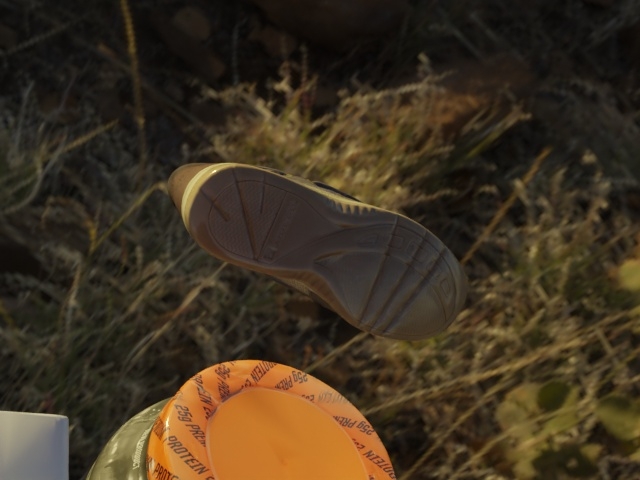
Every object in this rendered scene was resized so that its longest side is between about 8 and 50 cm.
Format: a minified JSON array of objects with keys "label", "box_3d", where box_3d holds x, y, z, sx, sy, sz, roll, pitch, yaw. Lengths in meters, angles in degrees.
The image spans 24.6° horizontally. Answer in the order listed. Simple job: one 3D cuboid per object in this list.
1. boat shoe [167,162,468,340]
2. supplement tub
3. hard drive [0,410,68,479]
[{"label":"boat shoe","box_3d":[0.000,0.000,1.208,0.285,0.092,0.103,21,101,-33]},{"label":"supplement tub","box_3d":[-0.093,0.247,1.023,0.207,0.338,0.207,18,42,-17]},{"label":"hard drive","box_3d":[-0.302,0.287,1.172,0.203,0.040,0.308,8,66,-28]}]
